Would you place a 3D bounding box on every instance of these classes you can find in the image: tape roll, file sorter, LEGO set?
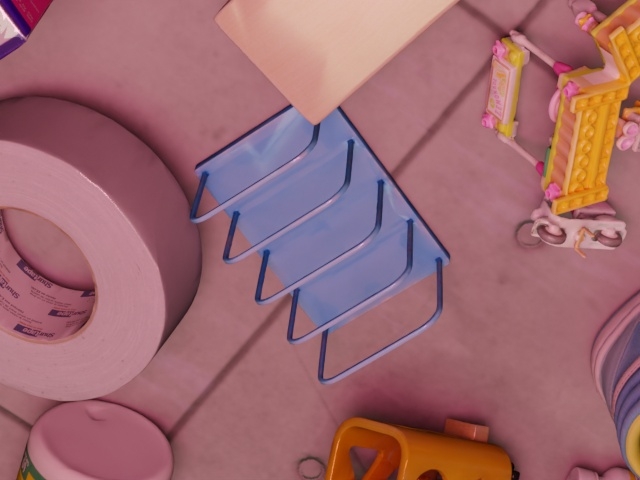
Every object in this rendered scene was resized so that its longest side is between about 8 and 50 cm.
[{"bbox_3d":[-0.200,0.009,1.135,0.219,0.072,0.219,10,124,15],"label":"tape roll"},{"bbox_3d":[0.000,0.000,1.131,0.118,0.104,0.170,-32,110,17],"label":"file sorter"},{"bbox_3d":[0.198,-0.133,1.076,0.132,0.107,0.287,6,118,-39],"label":"LEGO set"}]

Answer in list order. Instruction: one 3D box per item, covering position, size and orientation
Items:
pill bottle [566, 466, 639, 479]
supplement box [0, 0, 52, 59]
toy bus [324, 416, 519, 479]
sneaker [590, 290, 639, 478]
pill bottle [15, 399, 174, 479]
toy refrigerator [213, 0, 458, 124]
[{"bbox_3d":[0.254,0.219,1.245,0.116,0.065,0.065,16,117,-4],"label":"pill bottle"},{"bbox_3d":[-0.235,-0.180,0.991,0.111,0.220,0.114,-29,110,16],"label":"supplement box"},{"bbox_3d":[0.100,0.193,1.217,0.191,0.202,0.104,11,86,6],"label":"toy bus"},{"bbox_3d":[0.322,0.055,1.079,0.127,0.208,0.319,34,114,-10],"label":"sneaker"},{"bbox_3d":[-0.200,0.243,1.258,0.117,0.117,0.208,18,117,-5],"label":"pill bottle"},{"bbox_3d":[0.064,-0.208,1.031,0.269,0.094,0.102,-41,101,20],"label":"toy refrigerator"}]
